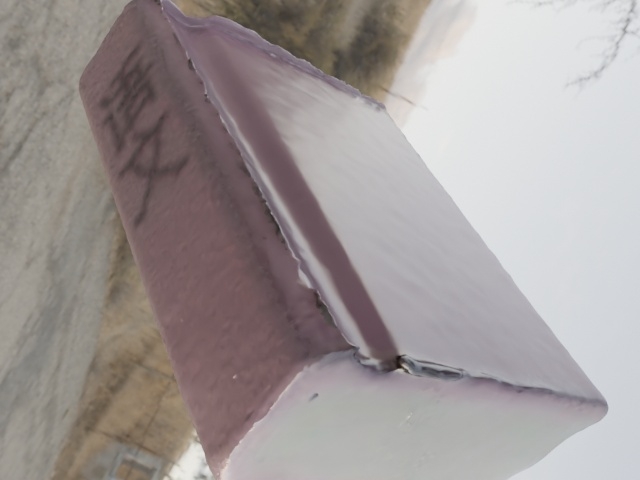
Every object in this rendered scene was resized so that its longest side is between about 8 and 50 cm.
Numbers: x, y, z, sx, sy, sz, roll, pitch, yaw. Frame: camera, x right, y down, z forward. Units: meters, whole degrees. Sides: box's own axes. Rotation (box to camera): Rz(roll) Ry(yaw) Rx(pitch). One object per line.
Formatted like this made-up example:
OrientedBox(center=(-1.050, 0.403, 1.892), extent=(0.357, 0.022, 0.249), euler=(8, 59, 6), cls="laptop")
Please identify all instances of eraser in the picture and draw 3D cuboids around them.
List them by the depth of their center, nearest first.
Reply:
OrientedBox(center=(0.000, 0.000, 0.588), extent=(0.122, 0.272, 0.359), euler=(-49, -134, 23), cls="eraser")
